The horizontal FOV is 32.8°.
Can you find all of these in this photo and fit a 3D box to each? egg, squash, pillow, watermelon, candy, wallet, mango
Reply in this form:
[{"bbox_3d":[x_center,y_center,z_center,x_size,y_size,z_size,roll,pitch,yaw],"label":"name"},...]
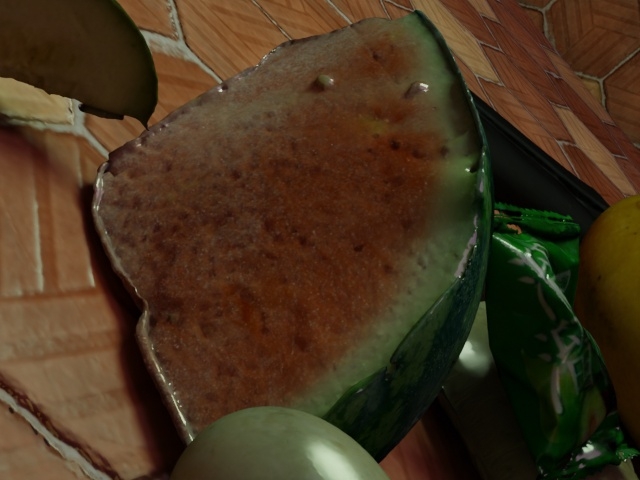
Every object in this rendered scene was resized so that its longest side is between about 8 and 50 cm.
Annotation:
[{"bbox_3d":[-0.010,0.148,0.491,0.152,0.114,0.114,57,24,16],"label":"egg"},{"bbox_3d":[-0.194,-0.131,0.577,0.252,0.093,0.169,32,24,-12],"label":"squash"},{"bbox_3d":[0.178,0.168,0.848,0.185,0.075,0.302,6,45,-43],"label":"pillow"},{"bbox_3d":[0.029,-0.015,0.702,0.319,0.222,0.292,16,34,-54],"label":"watermelon"},{"bbox_3d":[0.164,0.072,0.788,0.141,0.078,0.203,8,70,-65],"label":"candy"},{"bbox_3d":[0.282,-0.094,1.489,0.406,0.062,0.228,33,27,-33],"label":"wallet"},{"bbox_3d":[0.421,0.132,1.177,0.300,0.232,0.445,36,32,-38],"label":"mango"}]

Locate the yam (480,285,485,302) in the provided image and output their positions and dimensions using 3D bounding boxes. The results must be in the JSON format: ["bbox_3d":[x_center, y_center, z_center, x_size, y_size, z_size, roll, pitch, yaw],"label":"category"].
[{"bbox_3d":[0.169,0.055,1.022,0.127,0.084,0.084,37,25,-19],"label":"yam"}]
